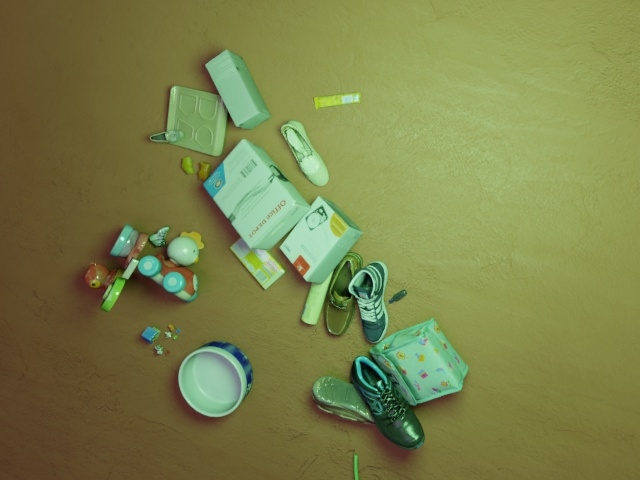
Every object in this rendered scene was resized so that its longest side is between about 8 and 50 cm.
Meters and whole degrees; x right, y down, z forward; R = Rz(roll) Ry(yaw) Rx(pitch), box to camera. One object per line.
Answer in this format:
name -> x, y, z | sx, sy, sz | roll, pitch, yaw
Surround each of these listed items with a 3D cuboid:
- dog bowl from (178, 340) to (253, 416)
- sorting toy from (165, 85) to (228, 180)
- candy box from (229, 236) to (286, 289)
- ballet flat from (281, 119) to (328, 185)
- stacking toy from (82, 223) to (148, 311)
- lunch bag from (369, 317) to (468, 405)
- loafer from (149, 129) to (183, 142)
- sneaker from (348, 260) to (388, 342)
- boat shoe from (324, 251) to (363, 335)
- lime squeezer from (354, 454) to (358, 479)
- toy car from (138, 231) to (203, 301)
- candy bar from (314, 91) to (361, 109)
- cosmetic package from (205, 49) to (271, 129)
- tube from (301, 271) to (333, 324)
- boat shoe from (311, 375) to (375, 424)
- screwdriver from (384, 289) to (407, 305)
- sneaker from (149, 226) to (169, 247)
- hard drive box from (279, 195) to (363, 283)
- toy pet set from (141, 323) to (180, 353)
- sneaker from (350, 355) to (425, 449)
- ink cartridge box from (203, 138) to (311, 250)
dog bowl -> -0.394, 0.521, 1.784 | 0.265, 0.104, 0.264 | 2, 97, 14
sorting toy -> -0.452, -0.387, 1.713 | 0.229, 0.041, 0.307 | 17, 108, 15
candy box -> -0.229, 0.069, 1.719 | 0.105, 0.027, 0.206 | -41, 86, 13
ballet flat -> -0.057, -0.293, 1.598 | 0.086, 0.086, 0.248 | -30, 90, 16
stacking toy -> -0.767, 0.094, 1.726 | 0.130, 0.279, 0.308 | 29, 102, -22
lunch bag -> 0.311, 0.412, 1.562 | 0.262, 0.160, 0.223 | -33, 93, 34
loafer -> -0.559, -0.374, 1.708 | 0.125, 0.039, 0.045 | -3, 102, 20
sneaker -> 0.159, 0.214, 1.564 | 0.099, 0.153, 0.281 | 4, 96, 26
boat shoe -> 0.066, 0.191, 1.619 | 0.111, 0.104, 0.307 | 11, 100, 13
lime squeezer -> 0.178, 0.941, 1.719 | 0.110, 0.059, 0.310 | -37, 87, 16
toy car -> -0.505, 0.077, 1.732 | 0.210, 0.219, 0.237 | 32, 76, 8
candy bar -> 0.057, -0.469, 1.576 | 0.162, 0.018, 0.040 | -3, 100, 15
cosmetic package -> -0.276, -0.506, 1.603 | 0.107, 0.127, 0.237 | -29, 91, 17
tube -> -0.006, 0.176, 1.659 | 0.070, 0.062, 0.240 | 17, 101, 9
boat shoe -> 0.121, 0.578, 1.666 | 0.325, 0.123, 0.116 | 22, 136, 2
screwdriver -> 0.228, 0.220, 1.631 | 0.170, 0.025, 0.024 | -37, 88, 25
sneaker -> -0.602, -0.006, 1.803 | 0.098, 0.038, 0.069 | -31, 91, 26
hard drive box -> 0.000, 0.000, 1.583 | 0.232, 0.089, 0.181 | -53, 55, 15
toy pet set -> -0.633, 0.382, 1.847 | 0.114, 0.065, 0.122 | 29, 103, 9
sneaker -> 0.208, 0.528, 1.545 | 0.125, 0.139, 0.341 | -34, 61, -15
ink cartridge box -> -0.216, -0.150, 1.597 | 0.223, 0.129, 0.307 | -44, 70, 15
